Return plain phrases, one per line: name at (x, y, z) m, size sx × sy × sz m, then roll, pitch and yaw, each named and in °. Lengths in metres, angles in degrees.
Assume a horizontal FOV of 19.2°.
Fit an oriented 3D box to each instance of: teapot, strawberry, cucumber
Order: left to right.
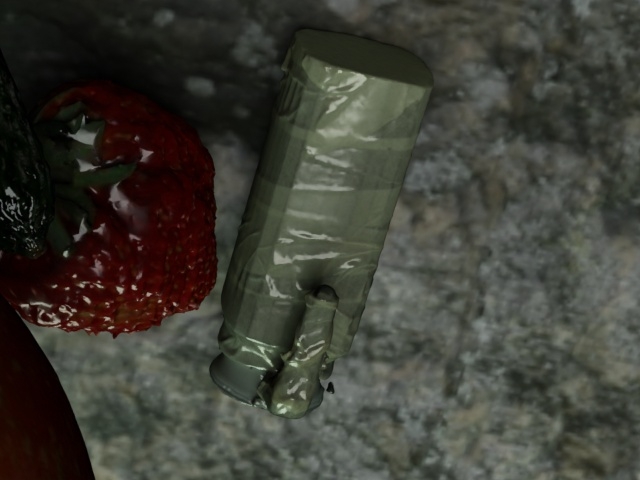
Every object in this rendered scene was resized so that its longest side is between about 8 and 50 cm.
cucumber at (-0.186, -0.100, 0.895) m, size 0.067 × 0.067 × 0.245 m, roll -22°, pitch 84°, yaw 1°
strawberry at (-0.114, -0.015, 0.975) m, size 0.131 × 0.148 × 0.131 m, roll -3°, pitch 81°, yaw 20°
teapot at (0.000, 0.000, 0.993) m, size 0.077 × 0.107 × 0.200 m, roll 10°, pitch 113°, yaw -16°

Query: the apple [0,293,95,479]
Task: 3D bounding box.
apple at (-0.264, 0.126, 0.801) m, size 0.348 × 0.277 × 0.348 m, roll -10°, pitch 153°, yaw -5°
